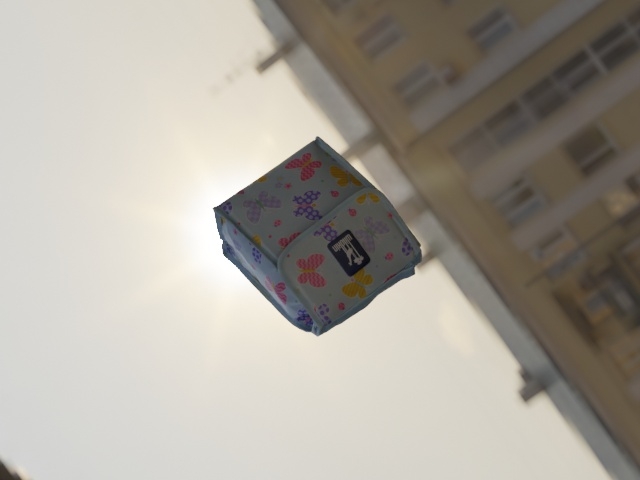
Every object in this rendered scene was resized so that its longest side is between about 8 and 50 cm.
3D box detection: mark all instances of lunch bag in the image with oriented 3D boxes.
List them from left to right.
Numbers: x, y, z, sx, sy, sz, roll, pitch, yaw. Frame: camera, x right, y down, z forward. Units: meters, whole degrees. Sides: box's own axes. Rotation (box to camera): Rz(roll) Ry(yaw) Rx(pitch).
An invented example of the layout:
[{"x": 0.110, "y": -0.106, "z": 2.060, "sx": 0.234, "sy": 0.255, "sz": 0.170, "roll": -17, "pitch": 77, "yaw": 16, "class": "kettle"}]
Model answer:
[{"x": 0.000, "y": 0.000, "z": 0.890, "sx": 0.083, "sy": 0.071, "sz": 0.053, "roll": 46, "pitch": 160, "yaw": 28, "class": "lunch bag"}]
